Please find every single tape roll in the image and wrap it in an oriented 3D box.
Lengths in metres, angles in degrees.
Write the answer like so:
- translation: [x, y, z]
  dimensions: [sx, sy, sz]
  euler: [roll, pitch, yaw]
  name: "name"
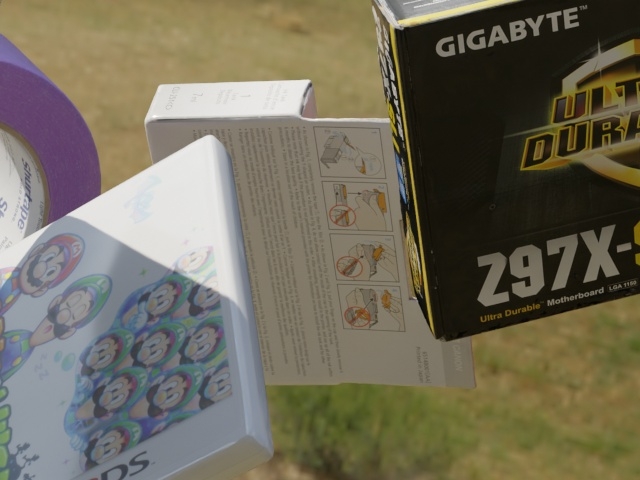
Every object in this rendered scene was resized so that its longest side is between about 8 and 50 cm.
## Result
- translation: [-0.299, -0.027, 1.352]
  dimensions: [0.275, 0.275, 0.090]
  euler: [-3, 31, -38]
  name: "tape roll"

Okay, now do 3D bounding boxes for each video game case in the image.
- translation: [-0.088, 0.047, 0.678]
  dimensions: [0.019, 0.143, 0.157]
  euler: [49, 20, -38]
  name: "video game case"

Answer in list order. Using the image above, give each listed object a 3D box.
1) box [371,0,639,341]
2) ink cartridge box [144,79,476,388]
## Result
- translation: [0.209, -0.085, 1.316]
  dimensions: [0.322, 0.257, 0.079]
  euler: [-13, 33, -7]
  name: "box"
- translation: [0.000, 0.000, 1.648]
  dimensions: [0.261, 0.296, 0.066]
  euler: [0, 37, 12]
  name: "ink cartridge box"
